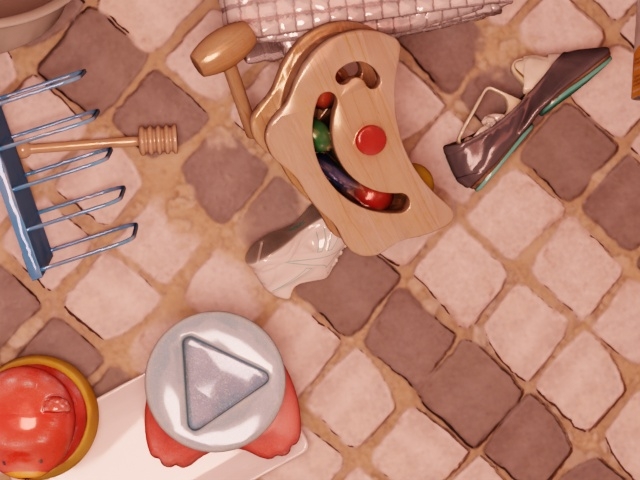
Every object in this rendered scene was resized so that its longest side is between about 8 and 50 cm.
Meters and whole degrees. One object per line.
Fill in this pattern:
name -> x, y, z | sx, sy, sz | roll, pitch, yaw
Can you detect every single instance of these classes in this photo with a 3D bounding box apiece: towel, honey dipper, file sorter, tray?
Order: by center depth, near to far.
file sorter -> -0.246, -0.067, 1.599 | 0.104, 0.118, 0.170 | -17, 100, 0
towel -> 0.025, -0.306, 1.654 | 0.283, 0.121, 0.235 | -11, 91, -8
tray -> -0.162, 0.204, 1.663 | 0.270, 0.030, 0.145 | -28, 92, -6
honey dipper -> -0.220, -0.094, 1.665 | 0.160, 0.030, 0.030 | -5, 89, -4

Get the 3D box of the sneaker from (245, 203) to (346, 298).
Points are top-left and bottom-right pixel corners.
sneaker -> 0.000, 0.000, 1.680 | 0.152, 0.053, 0.061 | -33, 116, -10

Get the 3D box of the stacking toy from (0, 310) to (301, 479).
stacking toy -> -0.161, 0.214, 1.572 | 0.309, 0.130, 0.280 | -15, 82, -4

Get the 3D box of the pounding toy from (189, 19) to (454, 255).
pounding toy -> 0.013, -0.123, 1.603 | 0.154, 0.155, 0.269 | -40, 110, -2

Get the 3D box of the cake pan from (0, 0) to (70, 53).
cake pan -> -0.356, -0.266, 1.563 | 0.293, 0.293, 0.054 | 10, 132, -9

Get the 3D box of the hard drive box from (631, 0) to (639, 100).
hard drive box -> 0.374, -0.257, 1.655 | 0.089, 0.181, 0.232 | 5, 87, -4

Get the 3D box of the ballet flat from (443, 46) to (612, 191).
ballet flat -> 0.200, -0.139, 1.690 | 0.203, 0.074, 0.074 | -44, 93, -3
